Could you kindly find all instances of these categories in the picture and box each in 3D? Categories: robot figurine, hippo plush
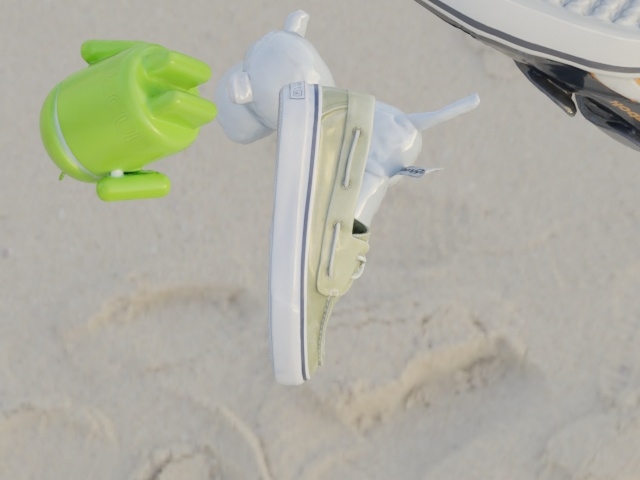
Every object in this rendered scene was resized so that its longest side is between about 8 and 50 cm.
[{"bbox_3d":[-0.116,-0.074,0.903,0.115,0.067,0.101,-20,73,32],"label":"robot figurine"},{"bbox_3d":[-0.022,-0.118,1.818,0.236,0.294,0.234,39,64,-16],"label":"hippo plush"}]

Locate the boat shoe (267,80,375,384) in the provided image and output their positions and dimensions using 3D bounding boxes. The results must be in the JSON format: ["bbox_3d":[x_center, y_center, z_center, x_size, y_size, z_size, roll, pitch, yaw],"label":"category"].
[{"bbox_3d":[0.000,0.000,1.463,0.094,0.302,0.109,3,21,0],"label":"boat shoe"}]

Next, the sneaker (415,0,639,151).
[{"bbox_3d":[0.167,-0.109,0.814,0.321,0.127,0.126,11,57,-14],"label":"sneaker"}]
